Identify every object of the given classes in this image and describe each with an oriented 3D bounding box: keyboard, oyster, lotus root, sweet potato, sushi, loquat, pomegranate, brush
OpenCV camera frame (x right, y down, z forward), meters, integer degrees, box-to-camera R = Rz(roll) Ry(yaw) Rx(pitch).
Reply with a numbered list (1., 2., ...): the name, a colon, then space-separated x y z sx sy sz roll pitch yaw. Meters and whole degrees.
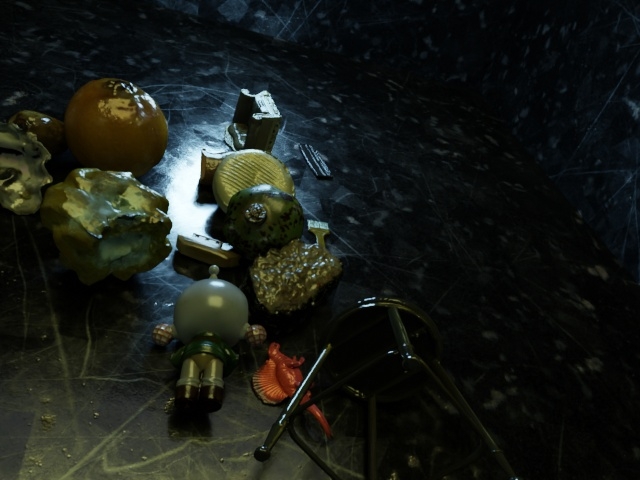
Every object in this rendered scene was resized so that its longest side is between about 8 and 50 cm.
1. keyboard: -0.026 -0.343 2.267 0.087 0.017 0.250 1 41 -28
2. oyster: -0.929 -0.222 1.541 0.351 0.115 0.237 17 72 18
3. lotus root: -0.886 -0.338 1.694 0.145 0.128 0.260 4 0 6
4. sweet potato: -0.286 -0.264 1.943 0.337 0.131 0.131 -2 42 -29
5. sushi: -0.084 0.122 1.507 0.211 0.170 0.350 42 41 23
6. loquat: -0.657 -0.356 1.709 0.329 0.328 0.328 14 36 -11
7. pomegranate: -0.174 -0.055 1.606 0.254 0.254 0.270 25 -8 4
8. brush: 0.000 0.000 1.844 0.083 0.010 0.218 10 38 -16

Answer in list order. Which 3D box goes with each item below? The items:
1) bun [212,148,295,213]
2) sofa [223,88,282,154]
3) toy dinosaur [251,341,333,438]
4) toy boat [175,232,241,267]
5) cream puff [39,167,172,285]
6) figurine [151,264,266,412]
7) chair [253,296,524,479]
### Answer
1. bun: -0.233 -0.175 1.821 0.287 0.146 0.287 7 69 -18
2. sofa: -0.289 -0.485 2.162 0.182 0.200 0.258 3 41 -28
3. toy dinosaur: -0.086 0.372 1.287 0.139 0.070 0.286 -11 49 -23
4. toy boat: -0.337 0.029 1.594 0.201 0.057 0.077 19 30 -4
5. cream puff: -0.568 -0.040 1.377 0.323 0.270 0.274 -8 63 -46
6. figurine: -0.273 0.232 1.279 0.281 0.167 0.370 2 44 -3
7. chair: 0.139 0.342 1.147 0.362 0.365 0.410 49 18 -15
